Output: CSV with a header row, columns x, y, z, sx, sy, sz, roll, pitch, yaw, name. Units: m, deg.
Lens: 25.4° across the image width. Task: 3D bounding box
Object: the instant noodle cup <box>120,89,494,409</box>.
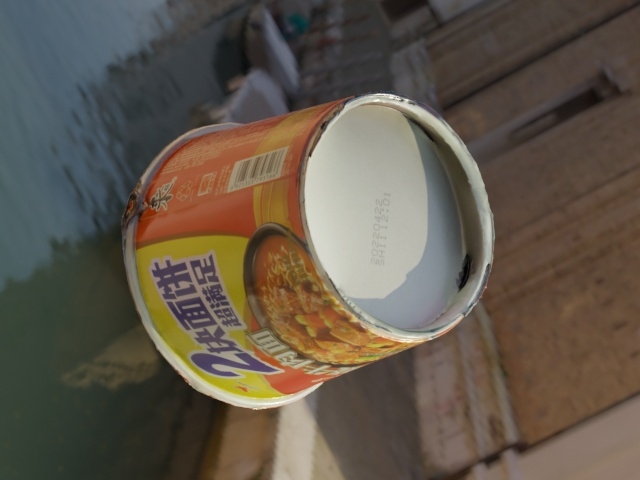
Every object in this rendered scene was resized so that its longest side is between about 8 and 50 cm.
x,y,z,sx,sy,sz,roll,pitch,yaw,name
0.000,0.000,0.956,0.213,0.174,0.213,11,72,-36,instant noodle cup
